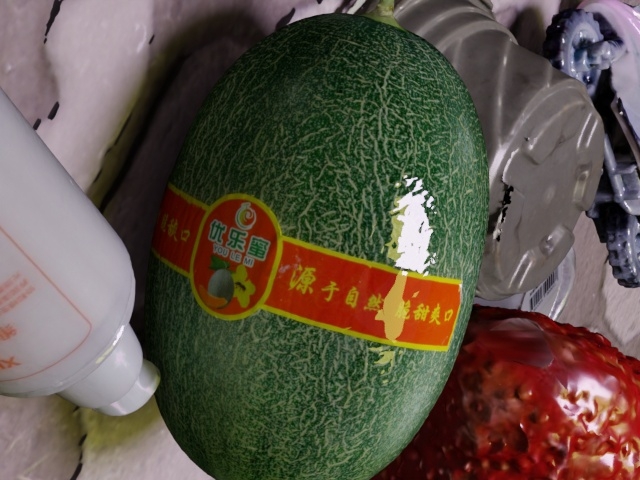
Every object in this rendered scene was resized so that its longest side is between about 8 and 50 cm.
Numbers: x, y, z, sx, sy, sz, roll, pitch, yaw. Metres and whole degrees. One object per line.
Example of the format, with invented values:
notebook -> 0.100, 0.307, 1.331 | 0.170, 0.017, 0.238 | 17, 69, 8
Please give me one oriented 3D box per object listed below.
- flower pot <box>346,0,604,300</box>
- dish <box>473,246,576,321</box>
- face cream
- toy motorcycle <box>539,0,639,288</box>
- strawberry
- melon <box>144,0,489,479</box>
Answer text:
flower pot -> 0.092, -0.051, 1.015 | 0.235, 0.140, 0.235 | -34, 135, -42
dish -> 0.154, 0.033, 1.244 | 0.190, 0.066, 0.191 | -38, 140, -41
face cream -> -0.140, 0.017, 0.719 | 0.101, 0.101, 0.252 | -57, 149, -18
toy motorcycle -> 0.242, -0.104, 1.244 | 0.204, 0.108, 0.239 | -60, 151, -45
strawberry -> 0.150, 0.144, 1.104 | 0.261, 0.261, 0.257 | -20, 130, -52
melon -> 0.000, 0.000, 0.854 | 0.182, 0.182, 0.288 | 5, 99, -59
